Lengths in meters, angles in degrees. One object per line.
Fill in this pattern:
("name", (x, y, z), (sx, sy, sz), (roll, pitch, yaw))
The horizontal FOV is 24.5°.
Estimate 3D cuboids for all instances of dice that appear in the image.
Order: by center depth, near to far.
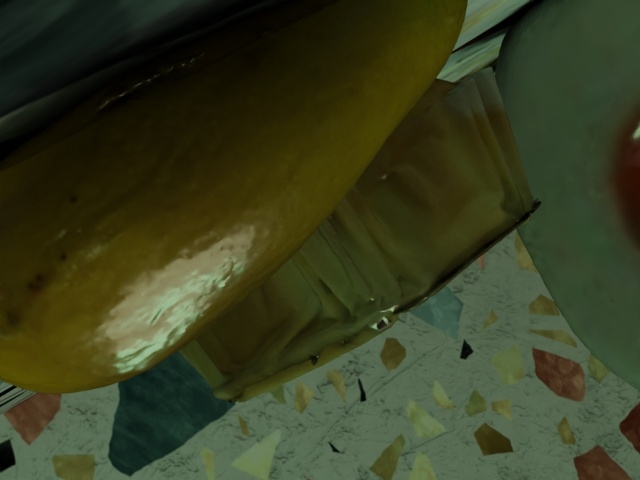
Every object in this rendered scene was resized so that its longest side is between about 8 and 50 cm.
("dice", (0.263, -0.070, 0.854), (0.243, 0.259, 0.251), (-29, -178, 43))

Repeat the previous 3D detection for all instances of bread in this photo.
("bread", (0.000, 0.000, 0.774), (0.136, 0.107, 0.241), (-33, 180, -28))

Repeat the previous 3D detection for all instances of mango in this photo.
("mango", (-0.029, -0.020, 0.395), (0.187, 0.066, 0.101), (-39, -177, -22))
